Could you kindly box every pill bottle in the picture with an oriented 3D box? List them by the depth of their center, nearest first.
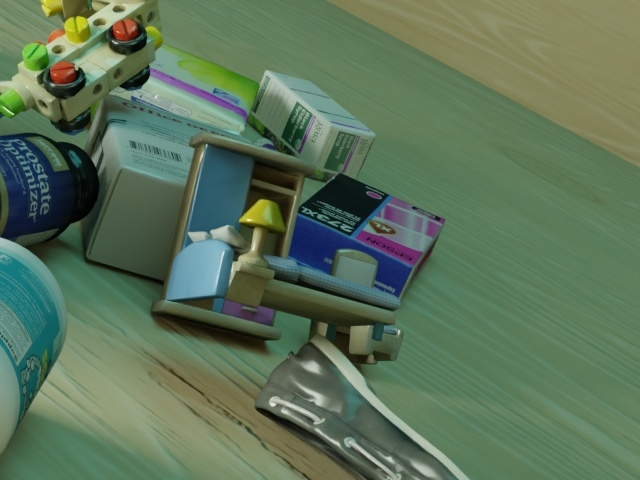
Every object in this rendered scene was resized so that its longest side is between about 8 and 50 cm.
[{"bbox_3d":[-0.291,0.099,1.169,0.146,0.146,0.264,22,18,-3],"label":"pill bottle"},{"bbox_3d":[-0.332,-0.051,1.607,0.123,0.122,0.219,28,18,18],"label":"pill bottle"}]

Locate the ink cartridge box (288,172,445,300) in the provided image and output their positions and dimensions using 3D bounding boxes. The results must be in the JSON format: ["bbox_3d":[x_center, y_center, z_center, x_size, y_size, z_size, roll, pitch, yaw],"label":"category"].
[{"bbox_3d":[0.053,0.001,2.045,0.176,0.069,0.371,25,20,7],"label":"ink cartridge box"}]

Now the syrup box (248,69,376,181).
[{"bbox_3d":[-0.018,-0.182,2.443,0.096,0.093,0.237,11,21,-34],"label":"syrup box"}]

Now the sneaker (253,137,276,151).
[{"bbox_3d":[-0.092,-0.090,2.159,0.071,0.068,0.170,38,26,-3],"label":"sneaker"}]

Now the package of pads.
[{"bbox_3d":[-0.220,-0.209,2.263,0.229,0.101,0.296,23,16,-4],"label":"package of pads"}]

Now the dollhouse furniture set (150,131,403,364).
[{"bbox_3d":[0.000,0.000,1.542,0.286,0.198,0.303,16,-10,-21],"label":"dollhouse furniture set"}]

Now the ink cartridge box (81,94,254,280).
[{"bbox_3d":[-0.172,-0.055,1.818,0.211,0.121,0.289,17,18,-17],"label":"ink cartridge box"}]

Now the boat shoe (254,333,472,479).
[{"bbox_3d":[0.063,0.216,1.390,0.335,0.095,0.112,42,-10,39],"label":"boat shoe"}]

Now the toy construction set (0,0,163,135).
[{"bbox_3d":[-0.320,-0.230,1.842,0.215,0.327,0.151,31,-21,26],"label":"toy construction set"}]
